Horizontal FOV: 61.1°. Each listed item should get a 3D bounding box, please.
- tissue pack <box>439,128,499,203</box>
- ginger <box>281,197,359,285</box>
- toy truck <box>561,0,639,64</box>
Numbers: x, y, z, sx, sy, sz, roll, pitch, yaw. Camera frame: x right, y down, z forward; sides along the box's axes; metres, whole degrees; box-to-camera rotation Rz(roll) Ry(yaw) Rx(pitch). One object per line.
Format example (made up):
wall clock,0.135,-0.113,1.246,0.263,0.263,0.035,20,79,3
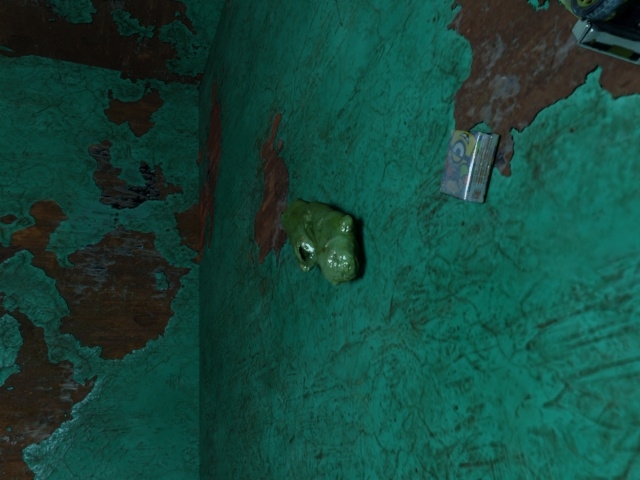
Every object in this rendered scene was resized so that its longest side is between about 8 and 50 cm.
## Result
tissue pack,0.179,-0.091,0.661,0.063,0.035,0.083,-146,64,-65
ginger,0.000,-0.002,1.015,0.290,0.089,0.137,16,82,62
toy truck,0.271,-0.269,0.371,0.272,0.124,0.157,114,161,-45
